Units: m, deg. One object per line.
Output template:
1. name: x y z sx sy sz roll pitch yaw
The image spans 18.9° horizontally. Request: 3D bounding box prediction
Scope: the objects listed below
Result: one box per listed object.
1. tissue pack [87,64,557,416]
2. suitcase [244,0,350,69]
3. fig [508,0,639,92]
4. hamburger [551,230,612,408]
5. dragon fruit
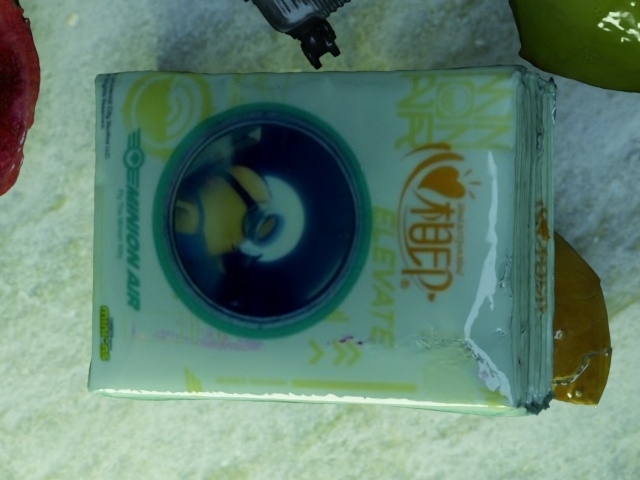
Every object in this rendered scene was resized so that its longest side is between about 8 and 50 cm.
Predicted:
1. tissue pack: 0.000 0.000 1.636 0.388 0.162 0.287 1 90 21
2. suitcase: -0.023 -0.323 1.633 0.202 0.128 0.312 -33 105 9
3. fig: 0.299 -0.272 1.569 0.343 0.343 0.343 0 108 -1
4. hamburger: 0.146 0.039 1.749 0.283 0.144 0.157 23 105 -6
5. dragon fruit: -0.337 -0.188 1.682 0.211 0.134 0.262 -47 119 1
